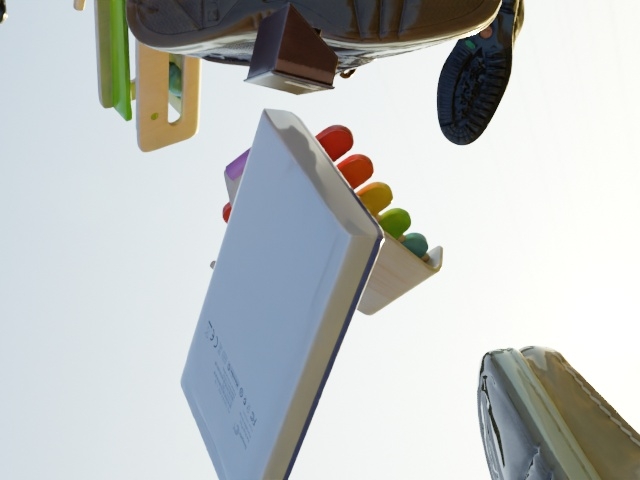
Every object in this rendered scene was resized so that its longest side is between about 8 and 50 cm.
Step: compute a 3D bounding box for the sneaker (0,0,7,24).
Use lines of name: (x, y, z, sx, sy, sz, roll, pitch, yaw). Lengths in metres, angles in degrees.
sneaker: (-0.301, -0.267, 0.952, 0.072, 0.077, 0.178, -27, -48, -29)

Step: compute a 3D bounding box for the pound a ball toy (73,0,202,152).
pound a ball toy: (-0.242, -0.313, 1.494, 0.136, 0.208, 0.319, -24, -36, -29)

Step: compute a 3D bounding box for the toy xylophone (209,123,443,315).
toy xylophone: (0.000, 0.000, 1.378, 0.322, 0.236, 0.081, 46, -154, -35)

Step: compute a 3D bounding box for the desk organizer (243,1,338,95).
desk organizer: (-0.020, -0.139, 0.802, 0.130, 0.047, 0.050, -155, 78, -76)

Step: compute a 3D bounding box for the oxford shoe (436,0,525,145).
oxford shoe: (0.199, -0.221, 1.280, 0.096, 0.083, 0.227, -9, -63, -66)

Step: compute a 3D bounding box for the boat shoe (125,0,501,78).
boat shoe: (0.000, -0.208, 0.987, 0.123, 0.342, 0.123, 33, -125, -68)

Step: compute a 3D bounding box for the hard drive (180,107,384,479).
hard drive: (-0.048, 0.070, 0.990, 0.040, 0.210, 0.318, 3, -57, -28)

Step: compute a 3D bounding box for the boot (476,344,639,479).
boot: (0.199, 0.114, 0.422, 0.203, 0.262, 0.095, -23, -44, -13)
